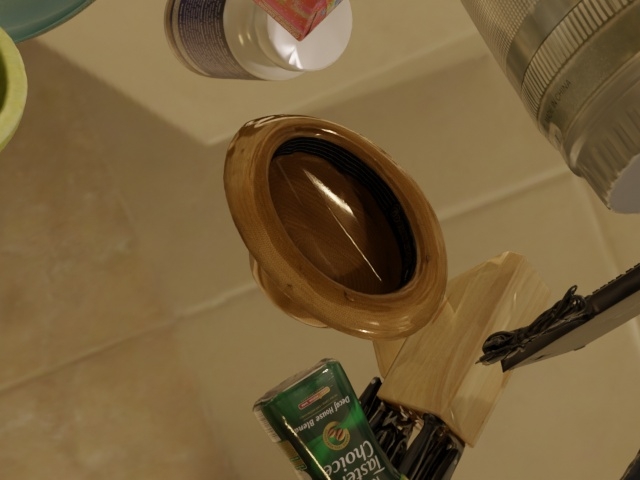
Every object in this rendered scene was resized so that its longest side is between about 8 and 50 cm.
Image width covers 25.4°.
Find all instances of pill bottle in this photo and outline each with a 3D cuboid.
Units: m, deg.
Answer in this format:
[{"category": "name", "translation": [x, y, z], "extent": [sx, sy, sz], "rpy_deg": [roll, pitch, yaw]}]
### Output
[{"category": "pill bottle", "translation": [-0.081, -0.281, 1.814], "extent": [0.153, 0.264, 0.153], "rpy_deg": [-5, 100, -31]}]

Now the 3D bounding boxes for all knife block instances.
[{"category": "knife block", "translation": [0.150, 0.172, 1.589], "extent": [0.088, 0.275, 0.242], "rpy_deg": [47, 22, -44]}]

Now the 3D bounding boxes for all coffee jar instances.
[{"category": "coffee jar", "translation": [0.018, 0.214, 1.382], "extent": [0.096, 0.079, 0.184], "rpy_deg": [-31, 91, -24]}]

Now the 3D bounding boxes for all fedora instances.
[{"category": "fedora", "translation": [0.000, 0.000, 1.029], "extent": [0.194, 0.079, 0.194], "rpy_deg": [20, 48, -24]}]

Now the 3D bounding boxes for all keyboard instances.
[{"category": "keyboard", "translation": [0.272, 0.063, 1.388], "extent": [0.201, 0.317, 0.033], "rpy_deg": [-12, 72, -33]}]

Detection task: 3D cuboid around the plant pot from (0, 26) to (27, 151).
[{"category": "plant pot", "translation": [-0.305, 0.010, 0.720], "extent": [0.276, 0.254, 0.276], "rpy_deg": [12, 33, -8]}]

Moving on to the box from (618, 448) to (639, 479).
[{"category": "box", "translation": [0.573, 0.246, 1.292], "extent": [0.472, 0.480, 0.297], "rpy_deg": [-54, 151, -8]}]

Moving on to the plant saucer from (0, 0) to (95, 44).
[{"category": "plant saucer", "translation": [-0.243, -0.290, 1.071], "extent": [0.044, 0.317, 0.317], "rpy_deg": [24, 57, -69]}]

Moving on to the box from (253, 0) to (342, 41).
[{"category": "box", "translation": [-0.064, -0.347, 1.450], "extent": [0.257, 0.122, 0.128], "rpy_deg": [42, 68, 3]}]

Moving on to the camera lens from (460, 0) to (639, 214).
[{"category": "camera lens", "translation": [0.196, -0.183, 0.883], "extent": [0.219, 0.219, 0.274], "rpy_deg": [-10, 64, -40]}]
